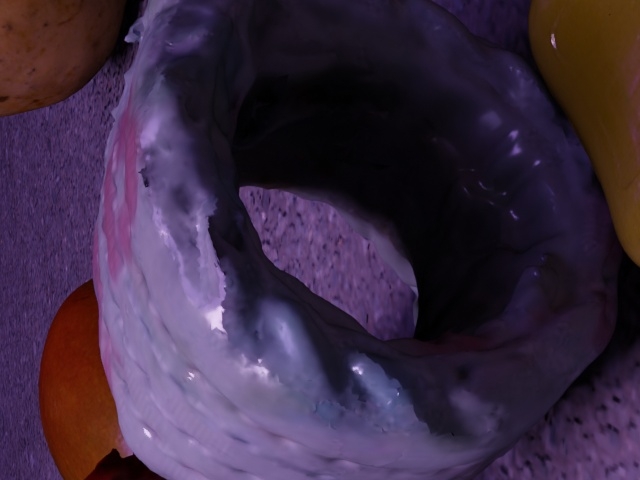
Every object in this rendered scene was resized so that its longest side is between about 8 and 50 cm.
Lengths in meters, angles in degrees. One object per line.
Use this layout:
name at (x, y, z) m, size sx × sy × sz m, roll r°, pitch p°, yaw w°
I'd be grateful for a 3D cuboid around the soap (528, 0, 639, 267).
soap at (0.112, -0.054, 0.437) m, size 0.089 × 0.045 × 0.140 m, roll 120°, pitch 142°, yaw -46°

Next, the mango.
mango at (-0.100, 0.122, 0.849) m, size 0.289 × 0.129 × 0.146 m, roll 36°, pitch 121°, yaw 50°

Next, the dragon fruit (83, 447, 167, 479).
dragon fruit at (-0.048, 0.188, 0.569) m, size 0.240 × 0.330 × 0.302 m, roll 7°, pitch 96°, yaw 43°

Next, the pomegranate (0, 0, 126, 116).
pomegranate at (-0.288, -0.226, 1.065) m, size 0.281 × 0.281 × 0.281 m, roll 178°, pitch 90°, yaw -66°

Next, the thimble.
thimble at (0.000, 0.000, 0.509) m, size 0.211 × 0.185 × 0.149 m, roll 46°, pitch 146°, yaw 9°
